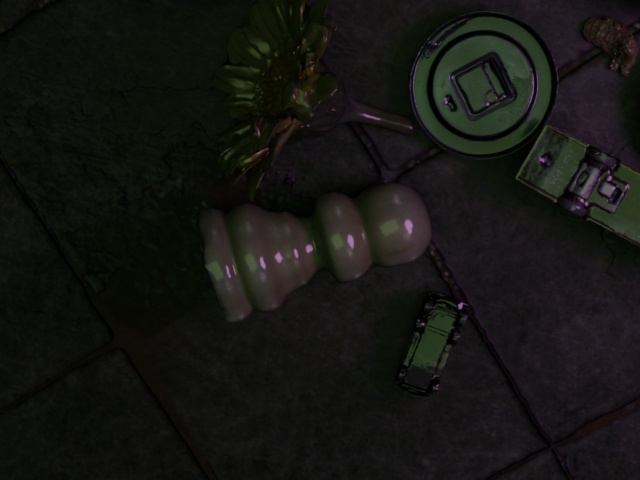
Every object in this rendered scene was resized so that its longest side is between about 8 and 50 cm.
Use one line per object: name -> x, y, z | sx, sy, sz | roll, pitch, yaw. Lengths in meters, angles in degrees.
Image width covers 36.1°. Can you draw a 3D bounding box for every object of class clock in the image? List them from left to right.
clock -> 0.237, -0.227, 1.440 | 0.215, 0.042, 0.215 | 1, 101, 4

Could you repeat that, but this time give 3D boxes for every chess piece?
chess piece -> 0.000, 0.000, 1.443 | 0.330, 0.182, 0.182 | -14, 99, 2

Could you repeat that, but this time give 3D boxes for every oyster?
oyster -> 0.418, -0.281, 1.417 | 0.083, 0.038, 0.081 | 10, 103, 2

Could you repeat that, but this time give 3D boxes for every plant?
plant -> -0.033, -0.229, 1.416 | 0.261, 0.297, 0.306 | 58, 144, 17

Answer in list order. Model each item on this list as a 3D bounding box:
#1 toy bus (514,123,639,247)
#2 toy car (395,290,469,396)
toy bus -> 0.435, -0.059, 1.411 | 0.301, 0.139, 0.113 | 30, 101, 7
toy car -> 0.169, 0.157, 1.506 | 0.071, 0.062, 0.165 | 20, 101, 2
